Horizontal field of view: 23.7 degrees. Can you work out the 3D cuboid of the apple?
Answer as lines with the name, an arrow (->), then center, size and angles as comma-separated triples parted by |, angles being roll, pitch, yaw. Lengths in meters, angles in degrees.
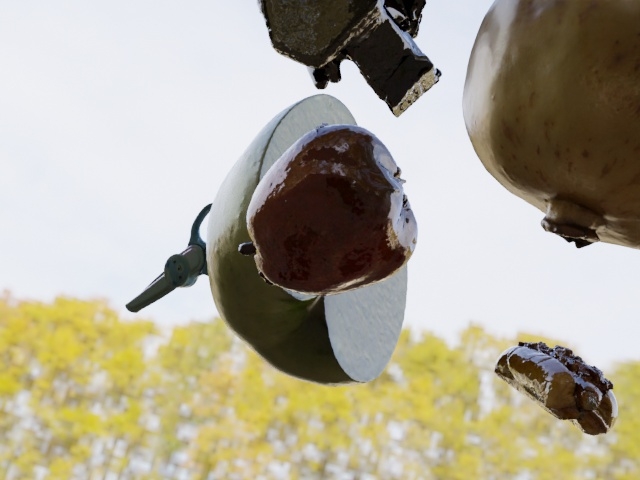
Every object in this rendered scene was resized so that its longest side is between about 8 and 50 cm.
apple -> 0.000, 0.000, 2.112 | 0.312, 0.360, 0.320 | 20, -44, -3

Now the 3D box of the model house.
model house -> 0.028, -0.199, 1.380 | 0.141, 0.203, 0.164 | -20, -35, 18

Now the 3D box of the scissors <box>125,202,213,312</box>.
scissors -> -0.219, 0.046, 2.427 | 0.256, 0.125, 0.030 | -35, -21, 28

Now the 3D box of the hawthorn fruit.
hawthorn fruit -> 0.002, -0.025, 1.680 | 0.202, 0.185, 0.185 | -25, -37, 15

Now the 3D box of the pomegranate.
pomegranate -> 0.203, -0.088, 1.024 | 0.215, 0.215, 0.215 | 13, -23, 6

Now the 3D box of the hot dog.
hot dog -> 0.281, 0.164, 1.788 | 0.102, 0.076, 0.249 | 31, 0, -14
